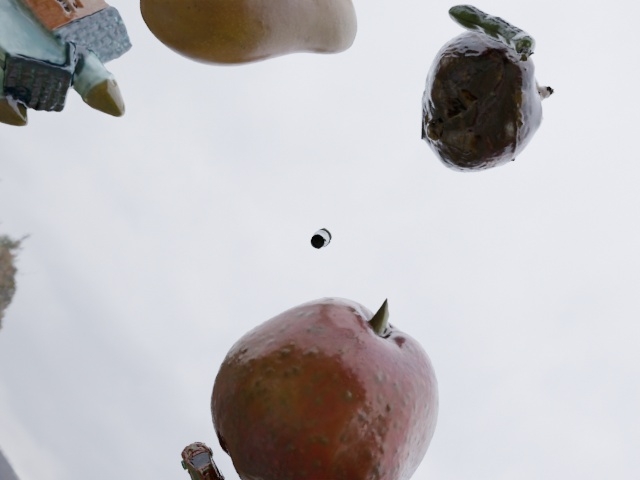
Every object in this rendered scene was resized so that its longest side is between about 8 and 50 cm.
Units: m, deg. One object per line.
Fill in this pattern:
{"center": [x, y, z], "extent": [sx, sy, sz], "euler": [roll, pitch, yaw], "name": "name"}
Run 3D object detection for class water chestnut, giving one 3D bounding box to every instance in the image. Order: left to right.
{"center": [0.407, -0.334, 1.515], "extent": [0.335, 0.347, 0.335], "euler": [171, -90, -84], "name": "water chestnut"}

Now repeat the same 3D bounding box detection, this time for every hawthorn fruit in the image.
{"center": [0.019, 0.271, 1.138], "extent": [0.403, 0.403, 0.402], "euler": [28, -44, 31], "name": "hawthorn fruit"}

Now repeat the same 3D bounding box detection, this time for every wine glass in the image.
{"center": [0.000, 0.000, 1.321], "extent": [0.039, 0.083, 0.042], "euler": [29, -79, 2], "name": "wine glass"}

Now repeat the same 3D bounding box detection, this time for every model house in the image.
{"center": [-0.400, -0.272, 0.937], "extent": [0.291, 0.253, 0.184], "euler": [47, -39, 2], "name": "model house"}

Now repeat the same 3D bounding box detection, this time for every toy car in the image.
{"center": [-0.206, 0.417, 1.146], "extent": [0.122, 0.059, 0.035], "euler": [59, -29, 20], "name": "toy car"}

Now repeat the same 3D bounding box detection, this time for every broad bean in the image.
{"center": [0.270, -0.323, 0.985], "extent": [0.226, 0.069, 0.039], "euler": [-117, -154, -52], "name": "broad bean"}

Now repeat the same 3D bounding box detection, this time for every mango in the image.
{"center": [-0.052, -0.193, 0.520], "extent": [0.085, 0.184, 0.102], "euler": [-162, -111, -69], "name": "mango"}
